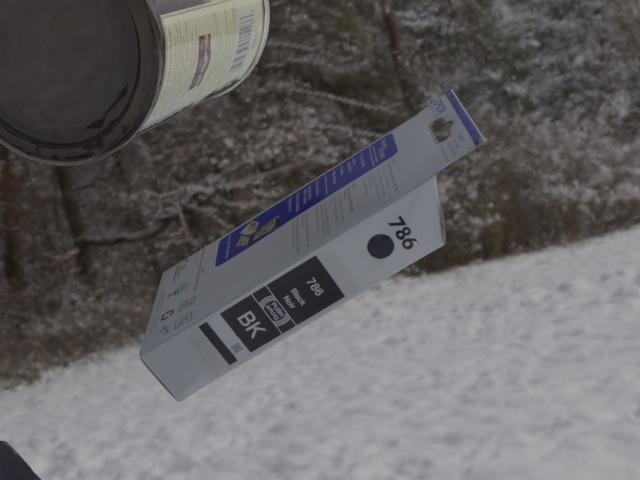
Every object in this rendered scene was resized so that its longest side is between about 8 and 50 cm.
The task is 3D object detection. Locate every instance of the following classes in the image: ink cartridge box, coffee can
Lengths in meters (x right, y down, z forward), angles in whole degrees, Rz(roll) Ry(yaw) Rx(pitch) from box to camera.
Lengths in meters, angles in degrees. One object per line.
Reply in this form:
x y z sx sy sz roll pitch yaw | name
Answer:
0.000 0.000 0.810 0.332 0.065 0.165 -32 20 13 | ink cartridge box
-0.186 -0.202 0.876 0.201 0.202 0.275 -18 13 22 | coffee can

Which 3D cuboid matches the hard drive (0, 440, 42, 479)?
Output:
-0.202 0.249 0.636 0.172 0.255 0.054 -13 27 35 | hard drive
